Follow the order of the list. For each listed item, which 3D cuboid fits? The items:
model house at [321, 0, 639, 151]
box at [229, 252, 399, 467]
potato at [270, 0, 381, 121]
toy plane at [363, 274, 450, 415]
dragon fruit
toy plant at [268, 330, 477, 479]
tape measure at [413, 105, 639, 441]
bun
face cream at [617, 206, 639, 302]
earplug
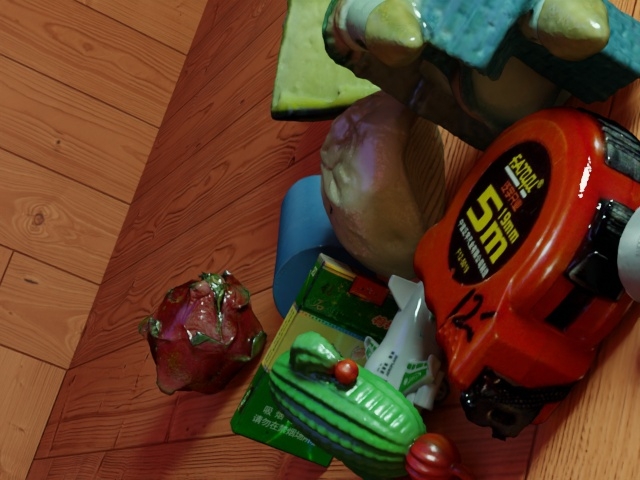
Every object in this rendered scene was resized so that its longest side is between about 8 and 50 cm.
[{"bbox_3d":[0.168,-0.181,1.080,0.194,0.267,0.325,-59,20,9],"label":"model house"},{"bbox_3d":[0.004,0.143,1.350,0.235,0.132,0.034,-61,19,11],"label":"box"},{"bbox_3d":[0.107,-0.298,1.561,0.280,0.212,0.330,25,113,47],"label":"potato"},{"bbox_3d":[0.087,0.127,1.230,0.174,0.080,0.174,-52,27,42],"label":"toy plane"},{"bbox_3d":[-0.184,0.134,1.812,0.269,0.198,0.200,-101,26,-81],"label":"dragon fruit"},{"bbox_3d":[0.046,0.189,1.153,0.088,0.240,0.154,-39,-19,-31],"label":"toy plant"},{"bbox_3d":[0.197,0.010,1.035,0.260,0.114,0.253,-54,22,20],"label":"tape measure"},{"bbox_3d":[0.066,-0.069,1.317,0.133,0.231,0.231,-3,53,18],"label":"bun"},{"bbox_3d":[0.312,0.008,0.788,0.269,0.073,0.107,-4,68,69],"label":"face cream"},{"bbox_3d":[0.000,0.000,1.553,0.132,0.132,0.273,-57,17,23],"label":"earplug"}]
